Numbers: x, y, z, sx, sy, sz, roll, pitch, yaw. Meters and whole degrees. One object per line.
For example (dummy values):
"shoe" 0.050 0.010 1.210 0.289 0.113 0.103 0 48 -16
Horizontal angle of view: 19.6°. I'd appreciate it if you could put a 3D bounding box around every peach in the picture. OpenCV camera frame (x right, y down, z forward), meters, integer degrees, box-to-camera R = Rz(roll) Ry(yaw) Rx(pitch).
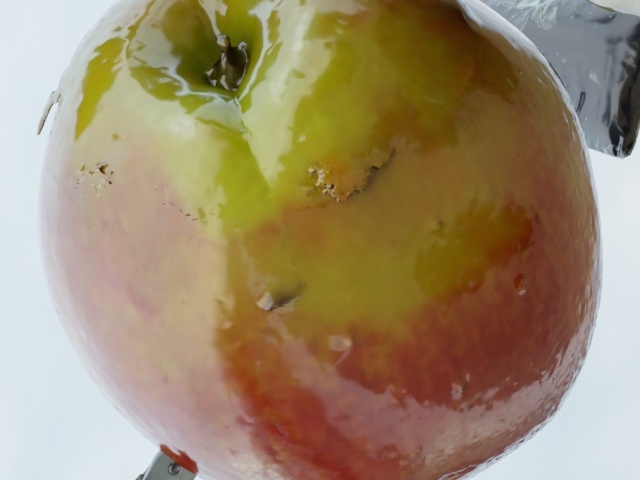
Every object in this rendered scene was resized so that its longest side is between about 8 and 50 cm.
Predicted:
"peach" 0.000 0.000 1.162 0.370 0.370 0.370 -28 -57 -55

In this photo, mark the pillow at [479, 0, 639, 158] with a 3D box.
"pillow" 0.190 -0.141 1.515 0.055 0.208 0.141 19 -96 -44

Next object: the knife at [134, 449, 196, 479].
"knife" -0.142 0.213 1.312 0.162 0.044 0.023 -56 -1 -12

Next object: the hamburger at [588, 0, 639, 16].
"hamburger" 0.088 -0.170 0.342 0.163 0.244 0.244 -30 -50 -20
